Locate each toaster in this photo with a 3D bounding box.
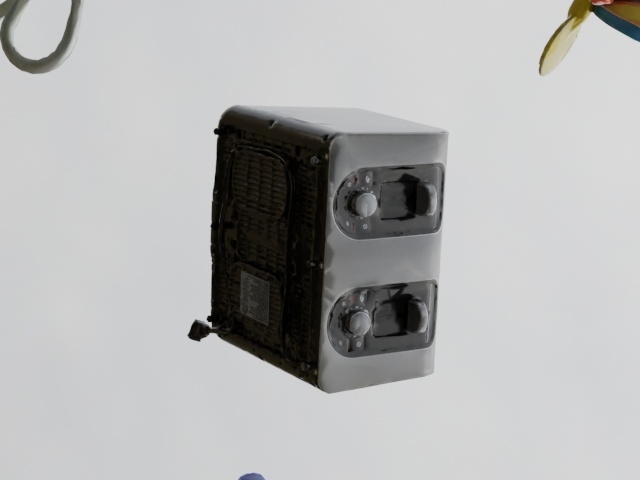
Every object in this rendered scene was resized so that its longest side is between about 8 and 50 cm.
[{"bbox_3d":[0.000,0.000,1.217,0.185,0.110,0.168,19,-71,58],"label":"toaster"}]

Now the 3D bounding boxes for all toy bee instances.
[{"bbox_3d":[0.230,-0.203,1.319,0.298,0.162,0.195,17,-84,45],"label":"toy bee"}]

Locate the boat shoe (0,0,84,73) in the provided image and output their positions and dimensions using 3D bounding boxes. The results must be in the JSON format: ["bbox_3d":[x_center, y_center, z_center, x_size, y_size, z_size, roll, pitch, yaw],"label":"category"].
[{"bbox_3d":[-0.132,-0.151,0.756,0.367,0.156,0.136,-26,-129,62],"label":"boat shoe"}]

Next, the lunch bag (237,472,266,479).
[{"bbox_3d":[-0.022,0.206,0.811,0.293,0.221,0.138,-95,-176,-60],"label":"lunch bag"}]
